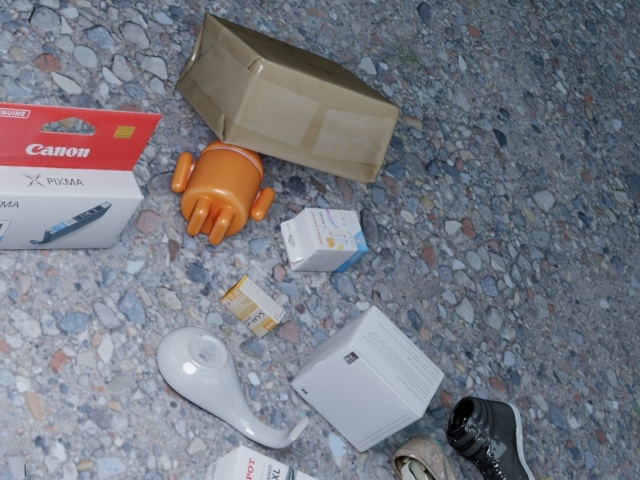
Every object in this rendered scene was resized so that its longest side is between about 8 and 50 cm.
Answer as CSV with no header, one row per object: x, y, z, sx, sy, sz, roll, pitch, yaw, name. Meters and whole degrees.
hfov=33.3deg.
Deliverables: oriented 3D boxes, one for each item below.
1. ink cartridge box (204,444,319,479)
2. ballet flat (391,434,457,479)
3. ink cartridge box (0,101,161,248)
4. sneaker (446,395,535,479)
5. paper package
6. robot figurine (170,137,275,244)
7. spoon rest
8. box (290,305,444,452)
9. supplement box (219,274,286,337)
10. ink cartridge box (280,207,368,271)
-0.066,0.446,1.646,0.237,0.100,0.172,29,46,-21,ink cartridge box
0.217,0.489,1.855,0.106,0.107,0.316,-7,56,-45,ballet flat
-0.406,-0.089,1.621,0.296,0.261,0.066,-1,52,-40,ink cartridge box
0.310,0.418,1.986,0.146,0.104,0.296,21,44,-25,sneaker
-0.066,-0.267,2.018,0.324,0.168,0.309,14,19,-33,paper package
-0.177,-0.096,1.920,0.219,0.158,0.128,-73,152,-43,robot figurine
-0.151,0.245,1.750,0.276,0.084,0.137,39,41,8,spoon rest
0.081,0.242,1.855,0.182,0.181,0.119,45,43,-6,box
-0.118,0.116,1.866,0.098,0.062,0.036,42,42,-7,supplement box
0.000,0.000,2.026,0.143,0.090,0.092,2,60,-40,ink cartridge box
